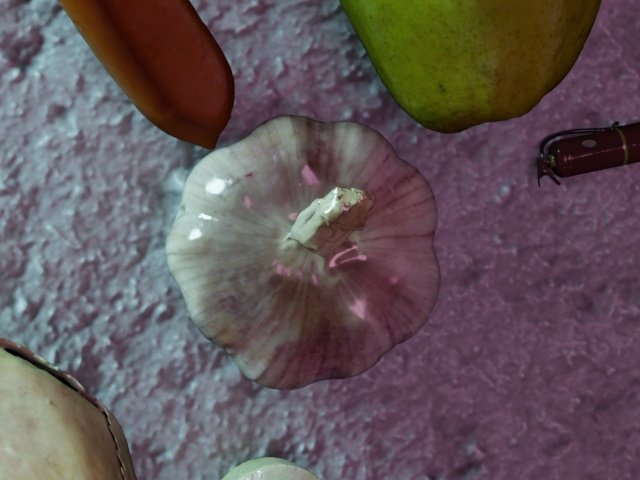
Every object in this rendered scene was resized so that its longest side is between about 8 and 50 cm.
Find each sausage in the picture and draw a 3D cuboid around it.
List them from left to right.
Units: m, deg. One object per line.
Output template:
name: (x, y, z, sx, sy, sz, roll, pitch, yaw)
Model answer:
sausage: (-0.174, -0.217, 1.283, 0.094, 0.097, 0.348, -50, 128, -22)

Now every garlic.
garlic: (0.000, 0.000, 1.307, 0.245, 0.253, 0.245, 1, 83, -11)

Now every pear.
pear: (0.126, -0.252, 1.318, 0.253, 0.253, 0.307, -16, 97, -10)

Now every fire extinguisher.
fire extinguisher: (0.260, -0.085, 1.458, 0.132, 0.039, 0.056, -12, 62, -10)

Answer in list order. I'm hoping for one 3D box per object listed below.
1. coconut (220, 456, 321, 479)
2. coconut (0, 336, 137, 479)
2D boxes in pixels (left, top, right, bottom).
coconut: (-0.041, 0.251, 1.367, 0.116, 0.122, 0.116, 0, 92, -10)
coconut: (-0.314, 0.238, 1.233, 0.353, 0.352, 0.352, 0, 92, -11)
